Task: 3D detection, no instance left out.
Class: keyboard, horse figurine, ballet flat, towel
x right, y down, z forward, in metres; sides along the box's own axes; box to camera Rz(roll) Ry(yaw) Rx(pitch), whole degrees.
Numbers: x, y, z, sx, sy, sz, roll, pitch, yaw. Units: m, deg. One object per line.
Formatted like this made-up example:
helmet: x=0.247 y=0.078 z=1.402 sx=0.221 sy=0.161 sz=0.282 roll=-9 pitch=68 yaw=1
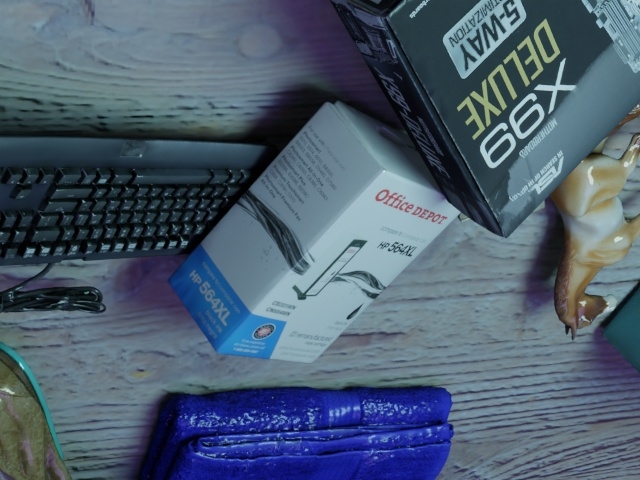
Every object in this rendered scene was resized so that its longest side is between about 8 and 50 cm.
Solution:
keyboard: x=-0.181 y=0.000 z=0.893 sx=0.317 sy=0.033 sz=0.201 roll=-3 pitch=141 yaw=-48
horse figurine: x=0.272 y=-0.043 z=1.113 sx=0.174 sy=0.066 sz=0.263 roll=-29 pitch=137 yaw=-7
ballet flat: x=-0.257 y=0.236 z=1.055 sx=0.124 sy=0.116 sz=0.342 roll=-50 pitch=140 yaw=-32
towel: x=-0.028 y=0.245 z=1.216 sx=0.308 sy=0.076 sz=0.228 roll=3 pitch=126 yaw=-26

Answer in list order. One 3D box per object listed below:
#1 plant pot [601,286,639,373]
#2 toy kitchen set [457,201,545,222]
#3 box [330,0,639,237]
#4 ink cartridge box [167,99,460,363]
plant pot: x=0.446 y=0.064 z=1.224 sx=0.165 sy=0.166 sz=0.234 roll=18 pitch=111 yaw=-35
toy kitchen set: x=0.137 y=-0.064 z=1.019 sx=0.068 sy=0.083 sz=0.075 roll=-23 pitch=134 yaw=-6
box: x=0.175 y=-0.188 z=0.877 sx=0.307 sy=0.076 sz=0.242 roll=-44 pitch=134 yaw=-9
ink cartridge box: x=0.000 y=0.000 z=0.985 sx=0.203 sy=0.086 sz=0.148 roll=-47 pitch=150 yaw=18
